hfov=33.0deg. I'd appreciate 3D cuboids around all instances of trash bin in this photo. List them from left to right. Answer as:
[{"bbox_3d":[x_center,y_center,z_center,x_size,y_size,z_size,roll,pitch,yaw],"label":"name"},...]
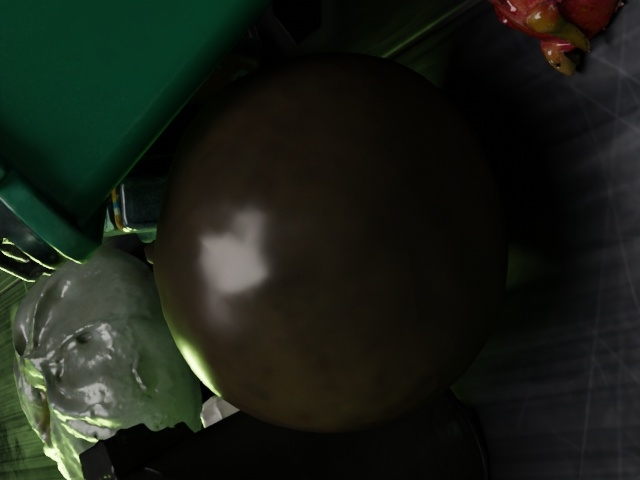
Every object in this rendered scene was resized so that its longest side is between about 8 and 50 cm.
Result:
[{"bbox_3d":[-0.177,-0.201,0.778,0.295,0.381,0.259,44,-179,-15],"label":"trash bin"},{"bbox_3d":[-0.026,0.228,0.907,0.203,0.302,0.252,-35,81,48],"label":"trash bin"}]

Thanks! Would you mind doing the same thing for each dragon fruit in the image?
[{"bbox_3d":[0.145,-0.183,0.721,0.112,0.068,0.126,51,140,33],"label":"dragon fruit"}]

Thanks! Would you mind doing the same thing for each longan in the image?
[{"bbox_3d":[0.003,-0.001,0.827,0.297,0.297,0.297,29,126,49],"label":"longan"}]

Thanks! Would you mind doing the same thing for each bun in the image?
[{"bbox_3d":[-0.302,0.180,1.451,0.354,0.194,0.354,26,123,48],"label":"bun"}]

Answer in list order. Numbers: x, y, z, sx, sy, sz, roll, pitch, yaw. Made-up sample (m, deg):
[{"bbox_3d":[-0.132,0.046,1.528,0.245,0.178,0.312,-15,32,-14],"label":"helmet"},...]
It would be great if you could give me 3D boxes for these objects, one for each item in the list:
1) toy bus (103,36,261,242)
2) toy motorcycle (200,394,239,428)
[{"bbox_3d":[-0.167,-0.097,1.099,0.323,0.162,0.194,178,85,-69],"label":"toy bus"},{"bbox_3d":[-0.031,0.312,1.095,0.340,0.108,0.223,66,-170,12],"label":"toy motorcycle"}]
